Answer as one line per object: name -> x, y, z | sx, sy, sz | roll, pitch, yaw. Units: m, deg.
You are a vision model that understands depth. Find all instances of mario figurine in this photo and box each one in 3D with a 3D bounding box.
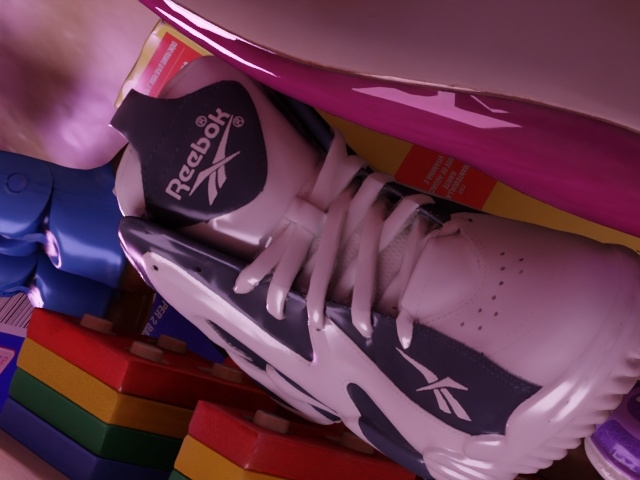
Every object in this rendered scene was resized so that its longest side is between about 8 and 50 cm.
mario figurine -> -0.223, -0.061, 0.784 | 0.320, 0.170, 0.198 | 14, 118, -13

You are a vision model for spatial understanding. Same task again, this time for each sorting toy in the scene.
sorting toy -> -0.007, 0.118, 0.752 | 0.255, 0.089, 0.257 | 19, -179, -39

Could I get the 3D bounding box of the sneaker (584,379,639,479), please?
sneaker -> 0.187, 0.066, 0.632 | 0.169, 0.068, 0.071 | 0, 133, 0

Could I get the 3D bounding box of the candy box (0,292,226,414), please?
candy box -> -0.130, 0.203, 0.963 | 0.122, 0.268, 0.317 | 8, 144, 46

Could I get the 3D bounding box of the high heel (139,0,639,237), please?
high heel -> 0.095, -0.036, 0.528 | 0.377, 0.127, 0.181 | 22, 157, 27

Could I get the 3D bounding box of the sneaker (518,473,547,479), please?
sneaker -> 0.141, 0.160, 0.812 | 0.145, 0.090, 0.270 | 44, 141, 22

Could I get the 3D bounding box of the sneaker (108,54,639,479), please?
sneaker -> 0.000, 0.000, 0.557 | 0.153, 0.094, 0.235 | 39, 169, -22

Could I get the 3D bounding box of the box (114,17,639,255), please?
box -> 0.033, -0.024, 0.664 | 0.232, 0.058, 0.087 | 36, 152, -6
